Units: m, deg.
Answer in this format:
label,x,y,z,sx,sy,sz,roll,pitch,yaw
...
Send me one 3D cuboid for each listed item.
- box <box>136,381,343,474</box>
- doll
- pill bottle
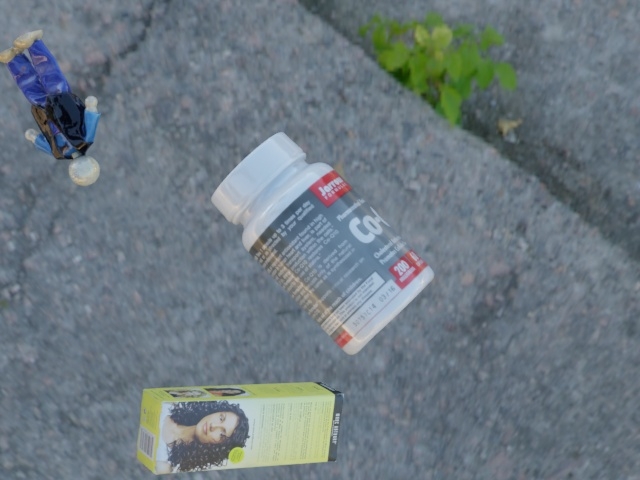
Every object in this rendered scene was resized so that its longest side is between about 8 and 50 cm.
label,x,y,z,sx,sy,sz,roll,pitch,yaw
box,-0.088,0.211,1.412,0.232,0.058,0.087,0,100,-31
doll,-0.319,-0.152,1.493,0.046,0.129,0.189,-32,94,-53
pill bottle,0.000,0.000,1.658,0.161,0.161,0.283,-43,86,-14
